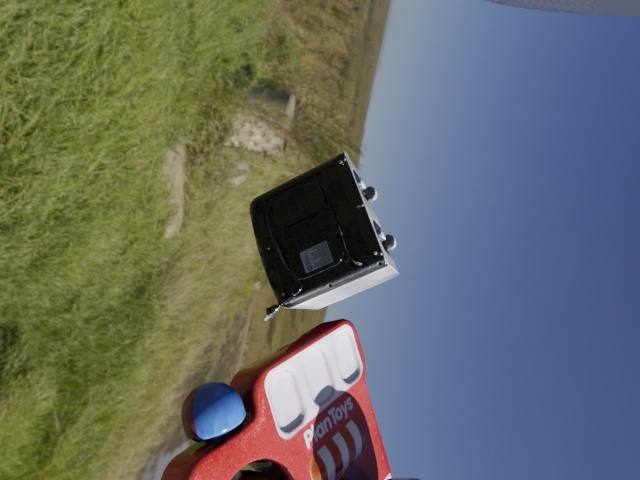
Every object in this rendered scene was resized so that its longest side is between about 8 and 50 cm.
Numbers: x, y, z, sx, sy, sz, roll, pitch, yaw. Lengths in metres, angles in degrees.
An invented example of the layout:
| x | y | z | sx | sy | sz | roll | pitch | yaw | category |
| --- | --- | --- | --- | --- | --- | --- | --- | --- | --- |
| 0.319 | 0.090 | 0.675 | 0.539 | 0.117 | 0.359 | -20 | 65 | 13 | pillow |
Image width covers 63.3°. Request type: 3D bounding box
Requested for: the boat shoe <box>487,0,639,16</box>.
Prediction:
| x | y | z | sx | sy | sz | roll | pitch | yaw | category |
| --- | --- | --- | --- | --- | --- | --- | --- | --- | --- |
| 0.222 | -0.168 | 0.241 | 0.121 | 0.335 | 0.119 | 24 | 84 | -76 | boat shoe |

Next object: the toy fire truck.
| x | y | z | sx | sy | sz | roll | pitch | yaw | category |
| --- | --- | --- | --- | --- | --- | --- | --- | --- | --- |
| -0.030 | 0.228 | 0.469 | 0.302 | 0.169 | 0.254 | -17 | 90 | -53 | toy fire truck |

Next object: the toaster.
| x | y | z | sx | sy | sz | roll | pitch | yaw | category |
| --- | --- | --- | --- | --- | --- | --- | --- | --- | --- |
| 0.000 | 0.000 | 0.710 | 0.110 | 0.185 | 0.168 | 27 | 41 | -64 | toaster |
